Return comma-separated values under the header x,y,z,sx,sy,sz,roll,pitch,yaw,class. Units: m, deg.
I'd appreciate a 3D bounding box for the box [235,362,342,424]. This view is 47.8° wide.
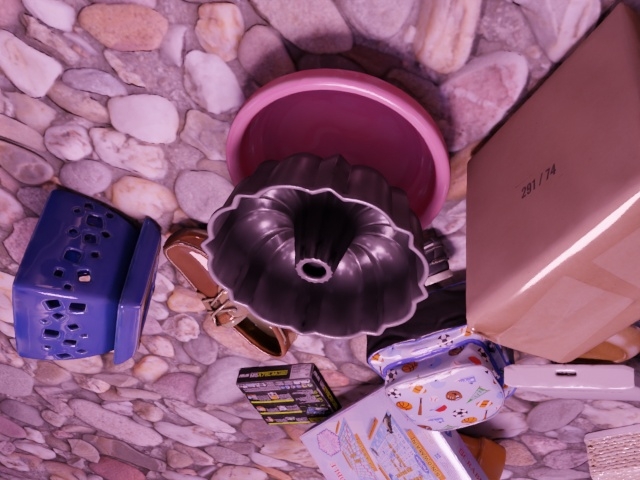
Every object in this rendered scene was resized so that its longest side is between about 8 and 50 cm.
x,y,z,sx,sy,sz,roll,pitch,yaw,class
-0.070,0.353,1.641,0.190,0.045,0.184,-9,135,22,box

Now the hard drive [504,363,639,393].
x,y,z,sx,sy,sz,roll,pitch,yaw,class
0.470,0.252,1.269,0.202,0.040,0.307,-6,164,32,hard drive

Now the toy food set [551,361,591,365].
x,y,z,sx,sy,sz,roll,pitch,yaw,class
0.484,0.227,1.374,0.122,0.019,0.078,24,137,-11,toy food set

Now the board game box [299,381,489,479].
x,y,z,sx,sy,sz,roll,pitch,yaw,class
0.158,0.478,1.538,0.318,0.066,0.319,-37,82,30,board game box

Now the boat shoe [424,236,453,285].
x,y,z,sx,sy,sz,roll,pitch,yaw,class
0.121,0.054,1.262,0.233,0.084,0.079,-19,91,40,boat shoe

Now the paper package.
x,y,z,sx,sy,sz,roll,pitch,yaw,class
0.333,-0.062,0.889,0.168,0.310,0.325,23,138,-16,paper package

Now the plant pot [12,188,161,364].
x,y,z,sx,sy,sz,roll,pitch,yaw,class
-0.413,0.079,1.309,0.212,0.236,0.236,12,138,-8,plant pot

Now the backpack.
x,y,z,sx,sy,sz,roll,pitch,yaw,class
0.235,0.220,1.309,0.276,0.213,0.263,-17,140,26,backpack

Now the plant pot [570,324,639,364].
x,y,z,sx,sy,sz,roll,pitch,yaw,class
0.373,0.150,1.108,0.236,0.033,0.236,11,161,4,plant pot

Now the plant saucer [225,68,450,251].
x,y,z,sx,sy,sz,roll,pitch,yaw,class
0.028,-0.122,1.075,0.331,0.084,0.332,8,138,7,plant saucer

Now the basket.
x,y,z,sx,sy,sz,roll,pitch,yaw,class
0.657,0.465,1.521,0.167,0.103,0.113,-21,126,34,basket

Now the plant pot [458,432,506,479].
x,y,z,sx,sy,sz,roll,pitch,yaw,class
0.282,0.509,1.616,0.187,0.205,0.205,28,138,6,plant pot

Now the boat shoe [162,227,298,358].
x,y,z,sx,sy,sz,roll,pitch,yaw,class
-0.155,0.104,1.339,0.122,0.120,0.324,-29,123,36,boat shoe

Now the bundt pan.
x,y,z,sx,sy,sz,roll,pitch,yaw,class
0.000,0.000,1.061,0.330,0.124,0.331,7,138,6,bundt pan
